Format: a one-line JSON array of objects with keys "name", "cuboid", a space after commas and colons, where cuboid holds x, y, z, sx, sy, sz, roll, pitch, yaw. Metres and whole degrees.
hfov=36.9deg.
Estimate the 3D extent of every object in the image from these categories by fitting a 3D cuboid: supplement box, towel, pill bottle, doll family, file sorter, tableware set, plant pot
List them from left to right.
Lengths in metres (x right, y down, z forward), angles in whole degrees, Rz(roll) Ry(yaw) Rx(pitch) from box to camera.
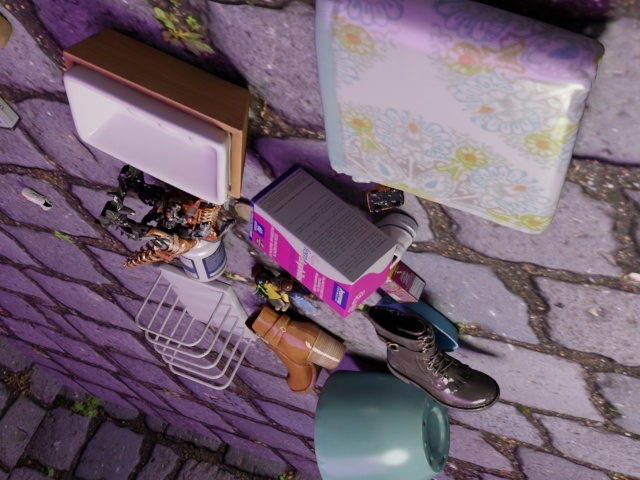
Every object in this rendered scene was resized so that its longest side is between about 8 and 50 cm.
[{"name": "file sorter", "cuboid": [-0.300, 0.213, 2.312, 0.192, 0.173, 0.278, 17, 154, 21]}, {"name": "pill bottle", "cuboid": [-0.242, 0.008, 1.924, 0.094, 0.094, 0.169, 22, 156, 12]}, {"name": "tableware set", "cuboid": [-0.079, -0.023, 1.783, 0.168, 0.020, 0.141, 13, 151, 32]}, {"name": "doll family", "cuboid": [-0.080, 0.098, 1.977, 0.193, 0.076, 0.111, 0, 141, 38]}, {"name": "supplement box", "cuboid": [0.000, 0.000, 1.536, 0.220, 0.114, 0.111, 38, 149, 19]}, {"name": "plant pot", "cuboid": [0.155, 0.433, 2.172, 0.235, 0.293, 0.293, -7, 142, 27]}, {"name": "supplement box", "cuboid": [0.139, 0.072, 1.719, 0.083, 0.043, 0.055, 40, 153, -26]}, {"name": "towel", "cuboid": [0.156, -0.160, 1.175, 0.320, 0.090, 0.374, 18, 155, 14]}]

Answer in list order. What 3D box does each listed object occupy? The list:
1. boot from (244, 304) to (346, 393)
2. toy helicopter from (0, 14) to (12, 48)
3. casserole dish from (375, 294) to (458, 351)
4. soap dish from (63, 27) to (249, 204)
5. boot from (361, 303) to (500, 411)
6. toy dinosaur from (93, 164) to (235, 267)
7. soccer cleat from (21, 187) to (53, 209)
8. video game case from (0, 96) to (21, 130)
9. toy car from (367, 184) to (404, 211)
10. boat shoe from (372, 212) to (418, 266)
[{"name": "boot", "cuboid": [-0.086, 0.253, 2.244, 0.220, 0.109, 0.283, 29, 155, -8]}, {"name": "toy helicopter", "cuboid": [-0.621, -0.409, 1.473, 0.235, 0.140, 0.355, -9, 150, 40]}, {"name": "casserole dish", "cuboid": [0.189, 0.153, 1.842, 0.188, 0.037, 0.114, 39, 154, -24]}, {"name": "soap dish", "cuboid": [-0.241, -0.191, 1.484, 0.290, 0.118, 0.229, 24, 157, 5]}, {"name": "boot", "cuboid": [0.206, 0.219, 1.802, 0.263, 0.091, 0.229, 19, 156, 22]}, {"name": "toy dinosaur", "cuboid": [-0.285, -0.036, 1.755, 0.218, 0.164, 0.322, 31, 112, -19]}, {"name": "soccer cleat", "cuboid": [-0.658, -0.098, 2.231, 0.035, 0.029, 0.083, -5, 145, 36]}, {"name": "video game case", "cuboid": [-0.750, -0.318, 1.862, 0.274, 0.035, 0.248, 12, 153, 30]}, {"name": "toy car", "cuboid": [0.081, -0.099, 1.461, 0.122, 0.060, 0.040, 60, -172, -25]}, {"name": "boat shoe", "cuboid": [0.088, 0.019, 1.623, 0.083, 0.076, 0.226, 29, 157, -4]}]
